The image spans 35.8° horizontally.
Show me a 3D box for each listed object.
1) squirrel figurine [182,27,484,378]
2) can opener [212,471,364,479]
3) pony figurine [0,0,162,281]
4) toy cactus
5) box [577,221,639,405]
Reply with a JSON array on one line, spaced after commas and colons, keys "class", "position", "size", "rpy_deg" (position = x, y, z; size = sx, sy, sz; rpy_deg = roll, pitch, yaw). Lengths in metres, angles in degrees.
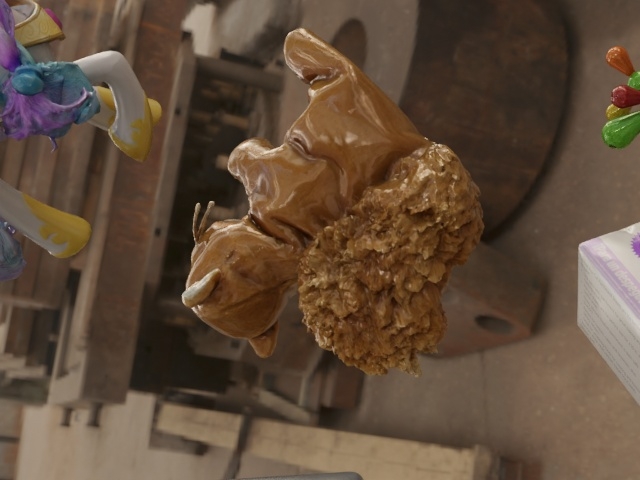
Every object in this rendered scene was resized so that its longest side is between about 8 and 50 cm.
[{"class": "squirrel figurine", "position": [0.000, 0.000, 1.277], "size": [0.370, 0.281, 0.397], "rpy_deg": [-45, 50, -2]}, {"class": "can opener", "position": [-0.099, 0.259, 0.864], "size": [0.095, 0.283, 0.076], "rpy_deg": [-67, -31, -72]}, {"class": "pony figurine", "position": [-0.316, -0.109, 0.799], "size": [0.303, 0.351, 0.363], "rpy_deg": [52, 175, 33]}, {"class": "toy cactus", "position": [0.350, -0.161, 0.883], "size": [0.180, 0.218, 0.112], "rpy_deg": [114, 134, -80]}, {"class": "box", "position": [0.213, 0.109, 0.411], "size": [0.324, 0.063, 0.067], "rpy_deg": [-117, 12, -49]}]
